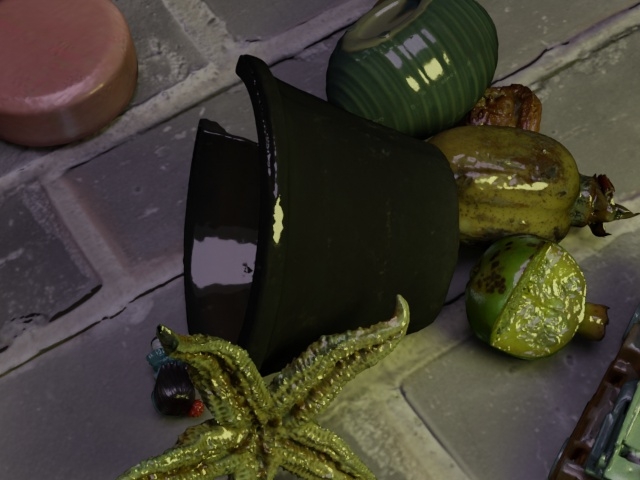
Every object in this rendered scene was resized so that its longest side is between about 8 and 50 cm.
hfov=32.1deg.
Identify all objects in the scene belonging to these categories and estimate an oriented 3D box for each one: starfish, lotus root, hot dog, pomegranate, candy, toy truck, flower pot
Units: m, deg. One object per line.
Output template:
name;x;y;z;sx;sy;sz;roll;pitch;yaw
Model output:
starfish;-0.065;0.209;1.099;0.347;0.358;0.078;-1;25;-33
lotus root;0.241;-0.060;1.353;0.278;0.154;0.154;5;57;-4
hot dog;0.240;-0.151;1.458;0.099;0.065;0.147;6;59;17
pomegranate;0.243;0.067;1.290;0.169;0.122;0.143;16;86;-27
candy;-0.370;-0.249;1.536;0.255;0.094;0.255;-2;57;3
toy truck;0.370;0.144;1.188;0.132;0.184;0.338;26;62;17
flower pot;0.000;0.000;1.248;0.251;0.379;0.380;5;55;-20
flower pot;0.117;-0.227;1.437;0.243;0.157;0.189;-40;35;-14

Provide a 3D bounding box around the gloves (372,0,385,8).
gloves;0.172;-0.431;1.594;0.141;0.154;0.331;13;52;13

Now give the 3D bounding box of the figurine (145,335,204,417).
figurine;-0.170;0.158;1.294;0.060;0.047;0.106;13;42;-32
